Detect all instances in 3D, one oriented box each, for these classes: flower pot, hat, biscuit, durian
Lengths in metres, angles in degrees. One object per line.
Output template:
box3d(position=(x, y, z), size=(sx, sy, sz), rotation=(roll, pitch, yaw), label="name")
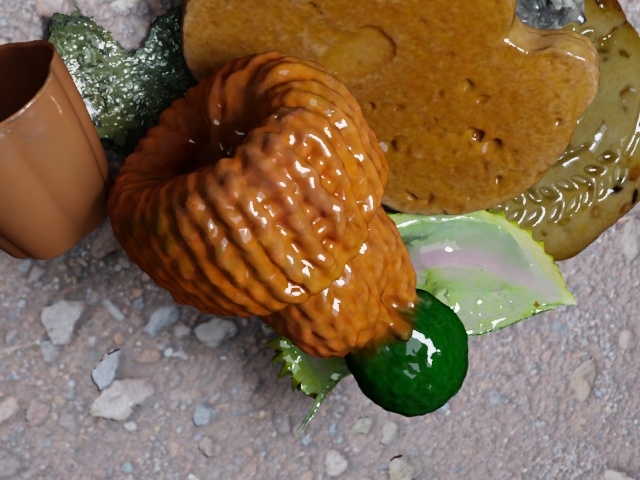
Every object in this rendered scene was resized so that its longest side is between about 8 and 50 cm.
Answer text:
box3d(position=(-0.301, -0.080, 1.358), size=(0.191, 0.190, 0.173), rotation=(-38, 124, -9), label="flower pot")
box3d(position=(0.000, 0.000, 1.395), size=(0.400, 0.285, 0.285), rotation=(39, 87, -33), label="hat")
box3d(position=(0.267, -0.141, 1.634), size=(0.359, 0.046, 0.359), rotation=(-5, 103, -21), label="biscuit")
box3d(position=(0.058, -0.194, 1.408), size=(0.455, 0.078, 0.350), rotation=(40, 124, -24), label="biscuit")
box3d(position=(0.096, 0.062, 1.539), size=(0.356, 0.169, 0.157), rotation=(-23, 130, -9), label="durian")

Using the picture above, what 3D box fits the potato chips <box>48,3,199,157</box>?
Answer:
box3d(position=(-0.186, -0.182, 1.454), size=(0.220, 0.029, 0.202), rotation=(1, 105, -24), label="potato chips")

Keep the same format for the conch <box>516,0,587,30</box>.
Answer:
box3d(position=(0.223, -0.339, 1.478), size=(0.241, 0.186, 0.313), rotation=(-6, 85, -29), label="conch")
